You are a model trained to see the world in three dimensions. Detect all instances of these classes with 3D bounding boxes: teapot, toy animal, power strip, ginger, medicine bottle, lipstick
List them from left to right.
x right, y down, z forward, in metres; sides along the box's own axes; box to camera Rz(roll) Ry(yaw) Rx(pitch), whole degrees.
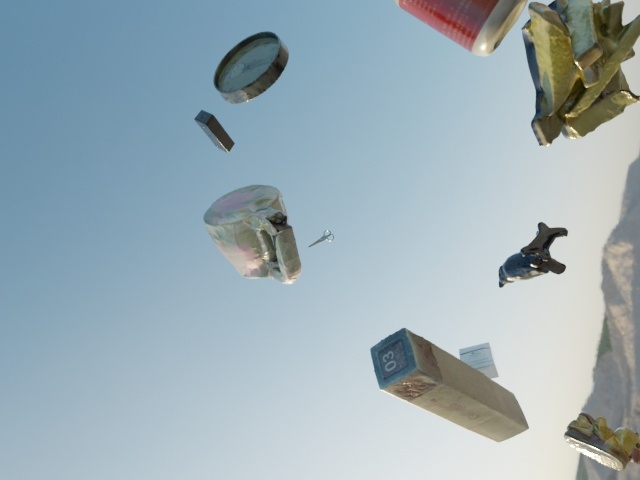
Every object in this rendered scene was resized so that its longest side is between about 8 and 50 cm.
[{"bbox_3d":[-0.211,-0.218,0.985,0.029,0.038,0.111,-58,-22,-10],"label":"power strip"},{"bbox_3d":[-0.113,-0.012,1.005,0.163,0.221,0.178,-52,-48,-46],"label":"teapot"},{"bbox_3d":[0.218,-0.431,0.839,0.131,0.250,0.131,-50,-12,-14],"label":"medicine bottle"},{"bbox_3d":[0.233,0.258,0.838,0.371,0.076,0.080,34,-151,-35],"label":"lipstick"},{"bbox_3d":[0.525,0.059,1.210,0.121,0.117,0.210,-53,-13,-29],"label":"toy animal"},{"bbox_3d":[0.664,-0.413,1.171,0.413,0.211,0.358,-6,-82,-27],"label":"ginger"}]

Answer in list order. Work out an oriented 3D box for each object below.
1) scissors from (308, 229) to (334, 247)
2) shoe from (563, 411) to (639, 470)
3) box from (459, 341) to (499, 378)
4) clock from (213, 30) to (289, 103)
[{"bbox_3d":[0.000,0.000,1.372,0.083,0.036,0.006,-31,-15,-22],"label":"scissors"},{"bbox_3d":[0.474,0.331,0.826,0.069,0.109,0.072,-45,-71,-30],"label":"shoe"},{"bbox_3d":[0.401,0.311,1.253,0.040,0.084,0.154,68,-164,-3],"label":"box"},{"bbox_3d":[-0.182,-0.448,1.265,0.042,0.215,0.215,46,-120,-48],"label":"clock"}]
